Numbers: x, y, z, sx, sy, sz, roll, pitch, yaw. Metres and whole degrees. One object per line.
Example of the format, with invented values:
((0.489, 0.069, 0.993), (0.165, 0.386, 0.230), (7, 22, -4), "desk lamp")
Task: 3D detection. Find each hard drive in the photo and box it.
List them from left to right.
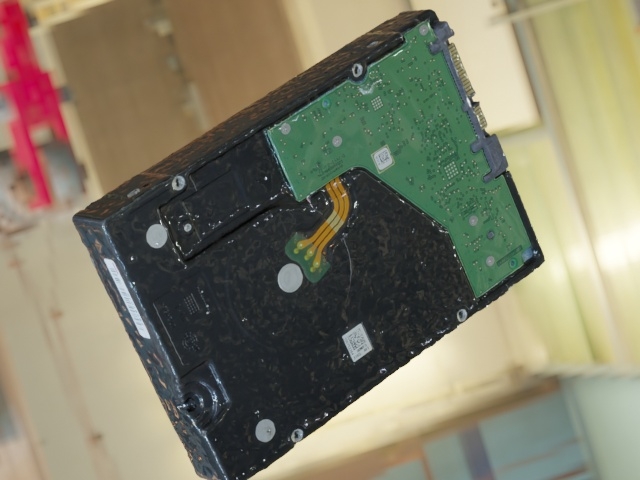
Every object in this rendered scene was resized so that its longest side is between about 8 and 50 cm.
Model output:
((0.000, 0.000, 1.515), (0.339, 0.237, 0.064), (-35, -158, -25), "hard drive")
